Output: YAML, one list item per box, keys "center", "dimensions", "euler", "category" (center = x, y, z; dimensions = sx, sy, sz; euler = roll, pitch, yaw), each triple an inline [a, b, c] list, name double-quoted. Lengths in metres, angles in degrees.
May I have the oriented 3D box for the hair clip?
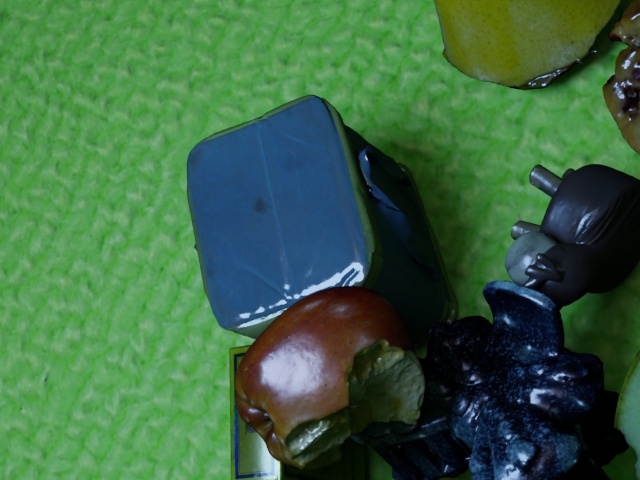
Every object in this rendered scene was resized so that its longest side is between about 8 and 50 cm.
- center: [0.174, 0.168, 1.193]
  dimensions: [0.206, 0.194, 0.310]
  euler: [-47, 31, -15]
  category: "hair clip"

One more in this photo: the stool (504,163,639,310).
- center: [0.255, -0.004, 1.253]
  dimensions: [0.121, 0.125, 0.217]
  euler: [28, 49, 37]
  category: "stool"

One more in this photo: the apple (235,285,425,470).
- center: [0.002, 0.125, 1.128]
  dimensions: [0.158, 0.156, 0.147]
  euler: [-17, 69, -22]
  category: "apple"

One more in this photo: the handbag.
- center: [0.000, 0.000, 1.328]
  dimensions: [0.222, 0.241, 0.263]
  euler: [-26, 63, 16]
  category: "handbag"

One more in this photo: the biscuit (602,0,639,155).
- center: [0.453, -0.211, 1.276]
  dimensions: [0.334, 0.081, 0.289]
  euler: [-43, 62, 5]
  category: "biscuit"

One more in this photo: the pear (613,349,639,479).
- center: [0.413, 0.178, 1.083]
  dimensions: [0.159, 0.292, 0.292]
  euler: [162, 122, -66]
  category: "pear"

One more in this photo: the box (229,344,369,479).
- center: [-0.019, 0.196, 1.283]
  dimensions: [0.064, 0.220, 0.141]
  euler: [-10, 69, 25]
  category: "box"

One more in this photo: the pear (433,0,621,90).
- center: [0.206, -0.321, 1.358]
  dimensions: [0.267, 0.178, 0.267]
  euler: [-19, 56, 31]
  category: "pear"
